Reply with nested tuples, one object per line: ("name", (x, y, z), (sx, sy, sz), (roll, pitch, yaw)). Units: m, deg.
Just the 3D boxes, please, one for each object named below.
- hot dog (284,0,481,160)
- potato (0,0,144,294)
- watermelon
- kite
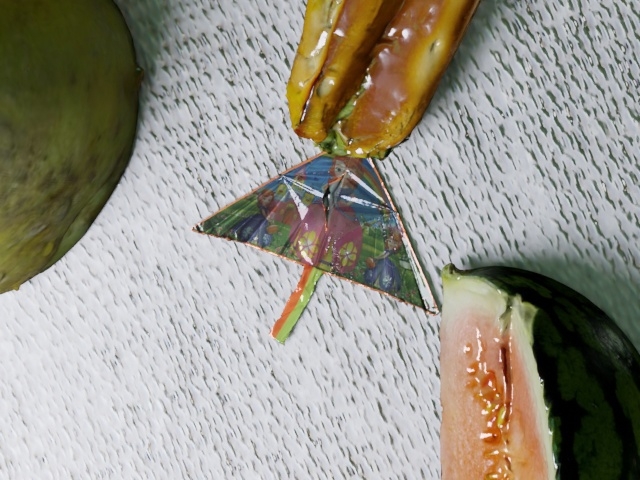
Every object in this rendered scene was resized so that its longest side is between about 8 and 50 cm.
("hot dog", (0.052, -0.176, 0.963), (0.115, 0.072, 0.269), (15, 112, -32))
("potato", (-0.229, -0.054, 0.957), (0.112, 0.255, 0.269), (32, 98, 11))
("watermelon", (0.149, 0.169, 0.950), (0.159, 0.128, 0.303), (0, 92, 12))
("kite", (0.000, 0.000, 1.036), (0.190, 0.010, 0.159), (18, 96, 12))
